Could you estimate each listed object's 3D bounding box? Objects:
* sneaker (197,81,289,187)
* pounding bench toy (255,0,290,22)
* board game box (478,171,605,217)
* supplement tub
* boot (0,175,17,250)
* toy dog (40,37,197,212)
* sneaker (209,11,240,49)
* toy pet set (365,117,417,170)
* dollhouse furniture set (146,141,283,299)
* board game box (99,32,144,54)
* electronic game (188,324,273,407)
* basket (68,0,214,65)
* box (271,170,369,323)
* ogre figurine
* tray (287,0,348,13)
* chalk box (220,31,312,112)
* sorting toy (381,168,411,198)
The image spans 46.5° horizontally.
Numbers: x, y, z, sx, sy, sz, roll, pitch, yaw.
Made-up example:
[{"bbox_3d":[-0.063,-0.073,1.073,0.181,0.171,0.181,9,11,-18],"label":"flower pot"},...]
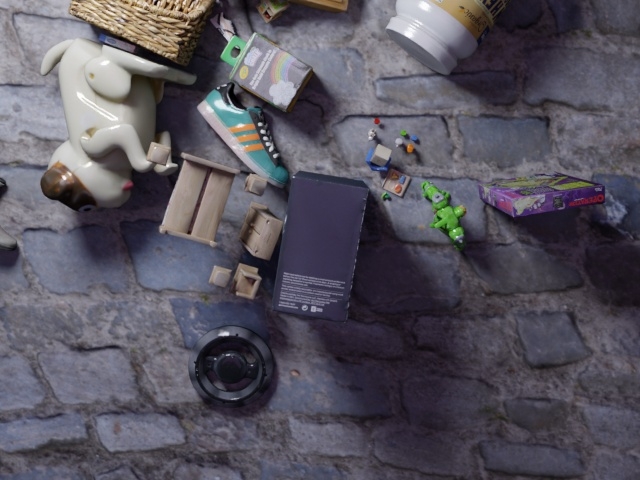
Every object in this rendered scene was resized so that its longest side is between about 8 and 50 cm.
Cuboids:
[{"bbox_3d":[-0.171,-0.269,1.889,0.121,0.108,0.302,-43,94,10],"label":"sneaker"},{"bbox_3d":[-0.110,-0.595,1.872,0.083,0.065,0.052,-36,96,-25],"label":"pounding bench toy"},{"bbox_3d":[0.518,-0.115,1.789,0.208,0.347,0.056,-5,100,1],"label":"board game box"},{"bbox_3d":[0.324,-0.582,1.786,0.228,0.228,0.316,35,97,-4],"label":"supplement tub"},{"bbox_3d":[-0.866,-0.095,1.932,0.247,0.083,0.161,36,91,-6],"label":"boot"},{"bbox_3d":[-0.535,-0.263,1.809,0.396,0.284,0.407,17,99,-2],"label":"toy dog"},{"bbox_3d":[-0.232,-0.531,1.889,0.044,0.040,0.109,-41,96,3],"label":"sneaker"},{"bbox_3d":[0.170,-0.236,1.930,0.122,0.065,0.114,25,62,-6],"label":"toy pet set"},{"bbox_3d":[-0.296,-0.051,1.833,0.356,0.174,0.303,17,97,-22],"label":"dollhouse furniture set"},{"bbox_3d":[-0.498,-0.491,1.869,0.090,0.090,0.020,19,99,-2],"label":"board game box"},{"bbox_3d":[-0.240,0.339,2.001,0.229,0.048,0.229,0,98,-2],"label":"electronic game"},{"bbox_3d":[-0.425,-0.584,1.795,0.299,0.213,0.223,25,98,-3],"label":"basket"},{"bbox_3d":[0.000,0.000,1.808,0.179,0.343,0.312,10,97,-1],"label":"box"},{"bbox_3d":[0.323,-0.058,1.911,0.097,0.118,0.197,-10,98,1],"label":"ogre figurine"},{"bbox_3d":[-0.117,-0.693,1.774,0.411,0.076,0.202,6,98,-24],"label":"tray"},{"bbox_3d":[-0.141,-0.426,1.858,0.213,0.132,0.132,32,98,-3],"label":"chalk box"},{"bbox_3d":[0.194,-0.140,1.954,0.062,0.012,0.083,25,97,-3],"label":"sorting toy"}]
